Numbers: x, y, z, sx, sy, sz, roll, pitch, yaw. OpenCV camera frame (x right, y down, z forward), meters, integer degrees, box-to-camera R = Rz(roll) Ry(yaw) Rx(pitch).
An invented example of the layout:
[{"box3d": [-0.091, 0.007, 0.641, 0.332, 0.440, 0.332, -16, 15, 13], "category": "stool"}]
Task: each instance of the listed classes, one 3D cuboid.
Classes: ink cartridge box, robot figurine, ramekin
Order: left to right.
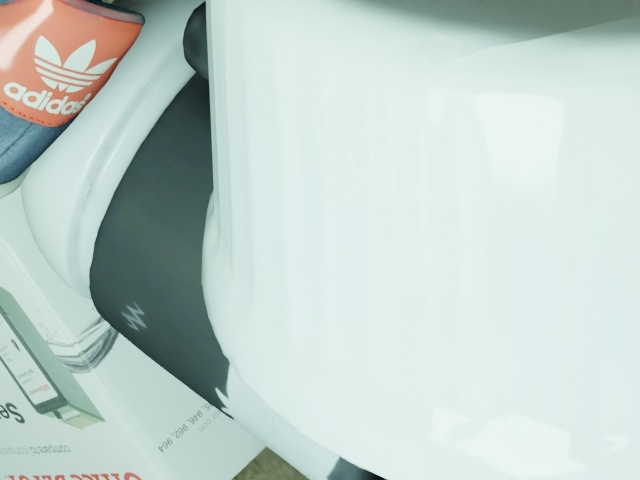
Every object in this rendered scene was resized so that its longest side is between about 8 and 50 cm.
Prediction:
[{"box3d": [-0.157, 0.020, 1.101, 0.198, 0.115, 0.273, -11, 116, 53], "category": "ink cartridge box"}, {"box3d": [0.001, -0.002, 0.844, 0.278, 0.173, 0.209, 36, 118, 19], "category": "robot figurine"}, {"box3d": [0.094, -0.054, 0.592, 0.277, 0.277, 0.135, 22, 132, 35], "category": "ramekin"}]

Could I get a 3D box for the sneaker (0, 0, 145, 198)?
[{"box3d": [-0.152, -0.191, 0.807, 0.148, 0.131, 0.350, -33, 66, 34], "category": "sneaker"}]
